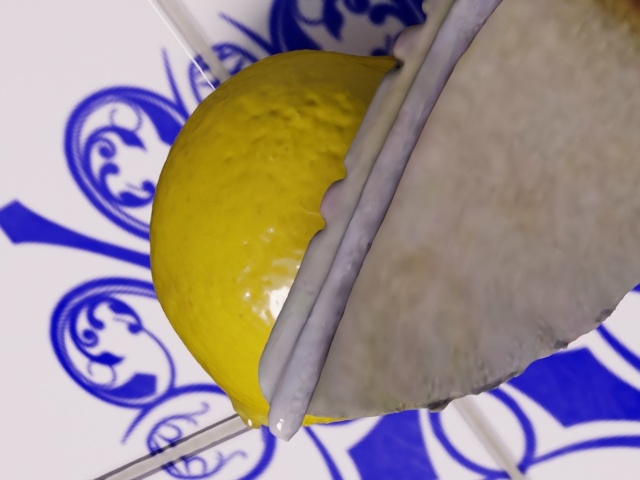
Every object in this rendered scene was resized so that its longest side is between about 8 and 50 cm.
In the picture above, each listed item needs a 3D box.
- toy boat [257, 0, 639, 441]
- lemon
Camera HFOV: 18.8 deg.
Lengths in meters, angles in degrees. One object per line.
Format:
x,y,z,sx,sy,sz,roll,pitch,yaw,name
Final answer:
0.102,-0.065,0.880,0.111,0.276,0.293,34,116,48,toy boat
0.000,0.000,0.979,0.178,0.178,0.203,23,88,6,lemon
